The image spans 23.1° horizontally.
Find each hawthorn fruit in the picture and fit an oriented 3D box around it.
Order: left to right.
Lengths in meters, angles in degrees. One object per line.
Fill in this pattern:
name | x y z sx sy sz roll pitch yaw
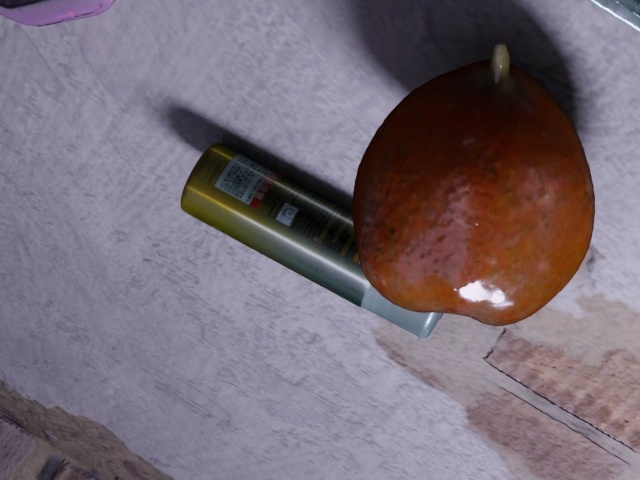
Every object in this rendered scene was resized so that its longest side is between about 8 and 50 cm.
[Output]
hawthorn fruit | 0.124 -0.056 1.249 0.199 0.199 0.251 22 133 21

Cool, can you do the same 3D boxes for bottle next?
bottle | 0.000 0.000 1.579 0.286 0.082 0.082 28 154 10

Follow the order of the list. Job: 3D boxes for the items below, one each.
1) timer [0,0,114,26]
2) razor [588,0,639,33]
timer | -0.276 -0.280 1.415 0.208 0.069 0.191 -1 139 47
razor | 0.146 -0.191 1.038 0.277 0.056 0.111 17 171 -29
